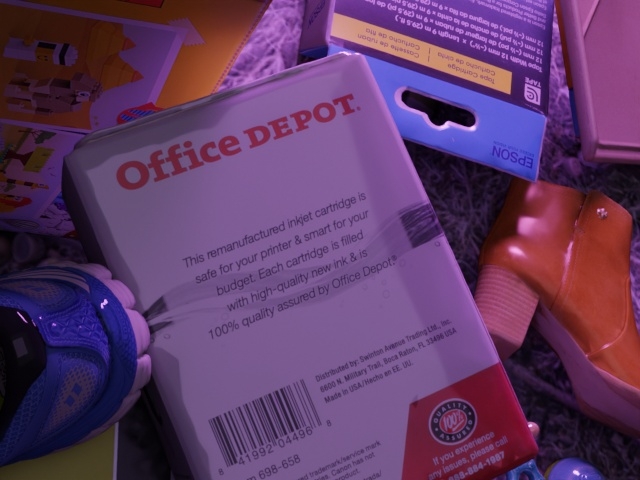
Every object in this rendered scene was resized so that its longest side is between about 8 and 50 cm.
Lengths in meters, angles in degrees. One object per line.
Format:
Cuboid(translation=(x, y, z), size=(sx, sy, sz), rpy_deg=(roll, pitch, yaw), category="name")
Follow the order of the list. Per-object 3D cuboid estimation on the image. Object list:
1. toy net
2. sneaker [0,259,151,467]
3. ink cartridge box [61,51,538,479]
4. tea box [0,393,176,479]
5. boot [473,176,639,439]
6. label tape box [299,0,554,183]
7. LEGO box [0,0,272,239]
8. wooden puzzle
Cuboid(translation=(0.177, 0.227, 1.041), size=(0.232, 0.045, 0.122), rpy_deg=(31, 65, -8), category="toy net")
Cuboid(translation=(-0.256, 0.103, 0.553), size=(0.330, 0.147, 0.129), rpy_deg=(-30, 80, 9), category="sneaker")
Cuboid(translation=(-0.020, 0.047, 0.670), size=(0.197, 0.114, 0.272), rpy_deg=(-21, 86, -19), category="ink cartridge box")
Cuboid(translation=(-0.199, 0.212, 0.762), size=(0.324, 0.220, 0.328), rpy_deg=(2, 78, -14), category="tea box")
Cuboid(translation=(0.299, 0.067, 1.111), size=(0.295, 0.104, 0.211), rpy_deg=(29, 64, -6), category="boot")
Cuboid(translation=(0.113, -0.235, 1.137), size=(0.249, 0.115, 0.347), rpy_deg=(15, 69, -18), category="label tape box")
Cuboid(translation=(-0.263, -0.182, 0.746), size=(0.373, 0.500, 0.193), rpy_deg=(7, 69, -19), category="LEGO box")
Cuboid(translation=(0.315, -0.190, 1.176), size=(0.239, 0.044, 0.220), rpy_deg=(-1, 83, -53), category="wooden puzzle")
